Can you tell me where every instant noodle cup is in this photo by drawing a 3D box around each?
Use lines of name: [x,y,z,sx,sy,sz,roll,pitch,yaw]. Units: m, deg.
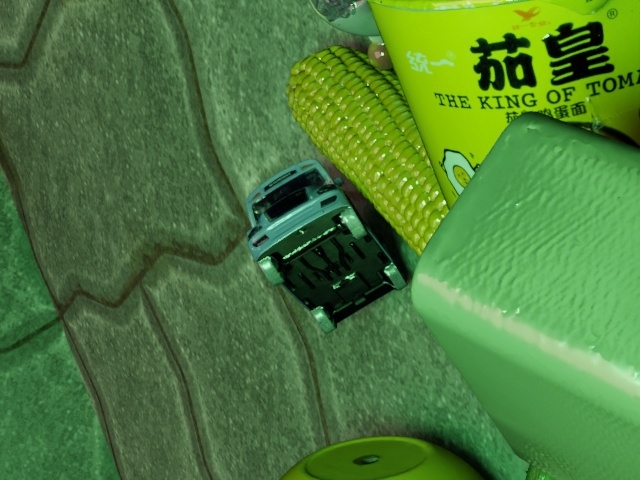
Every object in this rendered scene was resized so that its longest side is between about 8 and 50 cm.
instant noodle cup: [0.203,-0.142,1.061,0.325,0.325,0.254,23,136,52]

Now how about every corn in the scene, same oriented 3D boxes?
corn: [0.102,-0.088,1.420,0.387,0.144,0.144,50,146,36]

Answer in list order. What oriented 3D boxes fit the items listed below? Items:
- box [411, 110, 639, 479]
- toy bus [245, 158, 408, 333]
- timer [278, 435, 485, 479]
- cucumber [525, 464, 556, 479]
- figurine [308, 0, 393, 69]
box: [0.272,0.107,0.841,0.344,0.177,0.352,27,166,33]
toy bus: [0.000,0.000,1.527,0.133,0.125,0.292,61,-174,25]
timer: [0.083,0.442,1.578,0.376,0.376,0.387,12,112,56]
cucumber: [0.261,0.272,1.442,0.193,0.086,0.115,109,176,-51]
figurine: [0.087,-0.250,1.347,0.274,0.133,0.194,53,133,22]
